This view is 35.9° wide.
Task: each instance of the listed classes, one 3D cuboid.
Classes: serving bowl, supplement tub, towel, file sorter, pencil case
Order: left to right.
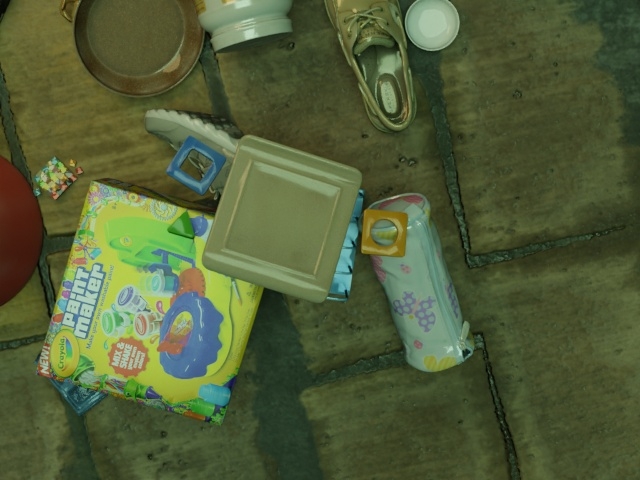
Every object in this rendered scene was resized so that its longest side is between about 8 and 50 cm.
[{"bbox_3d":[-0.395,0.215,1.570,0.067,0.029,0.119,-37,95,3],"label":"towel"},{"bbox_3d":[-0.123,-0.388,1.449,0.144,0.144,0.200,-14,96,1],"label":"supplement tub"},{"bbox_3d":[0.000,0.000,1.513,0.118,0.104,0.170,8,96,-2],"label":"file sorter"},{"bbox_3d":[0.146,0.065,1.480,0.113,0.124,0.273,-27,113,-12],"label":"pencil case"},{"bbox_3d":[0.170,-0.333,1.516,0.083,0.027,0.083,0,96,0],"label":"serving bowl"}]

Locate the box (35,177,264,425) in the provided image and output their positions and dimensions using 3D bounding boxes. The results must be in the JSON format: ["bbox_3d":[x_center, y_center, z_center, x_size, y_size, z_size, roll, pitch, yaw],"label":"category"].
[{"bbox_3d":[-0.236,0.084,1.473,0.279,0.177,0.290,16,94,-5],"label":"box"}]

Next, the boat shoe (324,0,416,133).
[{"bbox_3d":[0.078,-0.308,1.482,0.109,0.098,0.302,-16,96,1],"label":"boat shoe"}]

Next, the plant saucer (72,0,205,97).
[{"bbox_3d":[-0.274,-0.316,1.482,0.198,0.036,0.199,-9,115,-18],"label":"plant saucer"}]

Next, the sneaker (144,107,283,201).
[{"bbox_3d":[-0.156,-0.117,1.465,0.281,0.105,0.115,26,105,24],"label":"sneaker"}]

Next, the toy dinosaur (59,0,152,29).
[{"bbox_3d":[-0.353,-0.383,1.491,0.211,0.064,0.112,37,88,-23],"label":"toy dinosaur"}]

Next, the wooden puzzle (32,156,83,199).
[{"bbox_3d":[-0.415,-0.098,1.542,0.049,0.006,0.083,43,86,-2],"label":"wooden puzzle"}]

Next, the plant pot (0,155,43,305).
[{"bbox_3d":[-0.567,-0.002,1.439,0.275,0.243,0.275,0,96,-1],"label":"plant pot"}]

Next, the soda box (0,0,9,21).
[{"bbox_3d":[-0.486,-0.413,1.488,0.060,0.053,0.169,26,95,-2],"label":"soda box"}]

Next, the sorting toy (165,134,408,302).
[{"bbox_3d":[-0.051,-0.028,1.373,0.347,0.047,0.196,18,83,-3],"label":"sorting toy"}]
